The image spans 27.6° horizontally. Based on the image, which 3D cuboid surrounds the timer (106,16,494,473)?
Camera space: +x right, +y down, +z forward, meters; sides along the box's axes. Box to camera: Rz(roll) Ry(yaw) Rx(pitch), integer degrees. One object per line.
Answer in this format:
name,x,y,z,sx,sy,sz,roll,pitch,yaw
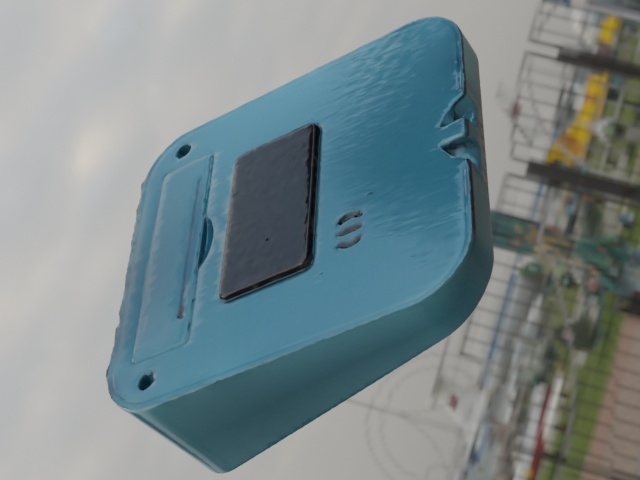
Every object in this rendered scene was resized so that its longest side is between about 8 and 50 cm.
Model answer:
timer,0.000,0.000,0.790,0.091,0.250,0.232,43,-145,-34
